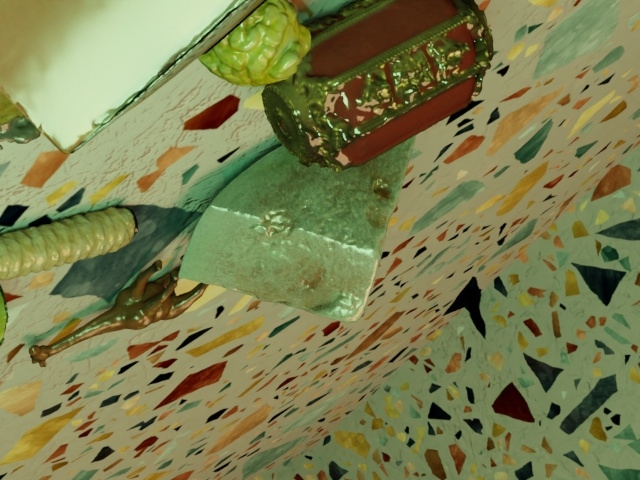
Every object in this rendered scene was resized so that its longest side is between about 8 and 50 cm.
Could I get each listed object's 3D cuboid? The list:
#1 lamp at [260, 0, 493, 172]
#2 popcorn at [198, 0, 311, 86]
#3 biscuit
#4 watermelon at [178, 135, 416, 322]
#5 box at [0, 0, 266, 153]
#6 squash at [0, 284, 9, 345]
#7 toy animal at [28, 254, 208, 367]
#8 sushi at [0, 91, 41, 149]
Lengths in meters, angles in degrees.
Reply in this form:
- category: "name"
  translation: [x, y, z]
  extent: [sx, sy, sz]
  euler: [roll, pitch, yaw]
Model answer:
- category: "lamp"
  translation: [0.068, -0.196, 1.095]
  extent: [0.274, 0.177, 0.177]
  euler: [-30, 161, -15]
- category: "popcorn"
  translation: [-0.067, -0.205, 0.924]
  extent: [0.116, 0.106, 0.121]
  euler: [0, 175, 2]
- category: "biscuit"
  translation: [-0.312, 0.006, 1.102]
  extent: [0.219, 0.055, 0.061]
  euler: [-16, 164, -44]
- category: "watermelon"
  translation: [0.000, 0.000, 1.308]
  extent: [0.387, 0.258, 0.228]
  euler: [-30, 159, -4]
- category: "box"
  translation: [-0.031, -0.243, 0.600]
  extent: [0.344, 0.122, 0.385]
  euler: [-40, -168, 12]
- category: "squash"
  translation: [-0.444, 0.089, 1.023]
  extent: [0.095, 0.095, 0.188]
  euler: [-46, 158, 30]
- category: "toy animal"
  translation: [-0.291, 0.106, 1.372]
  extent: [0.229, 0.066, 0.224]
  euler: [-39, 162, 28]
- category: "sushi"
  translation: [-0.252, -0.157, 0.725]
  extent: [0.241, 0.107, 0.161]
  euler: [-28, 162, -45]
